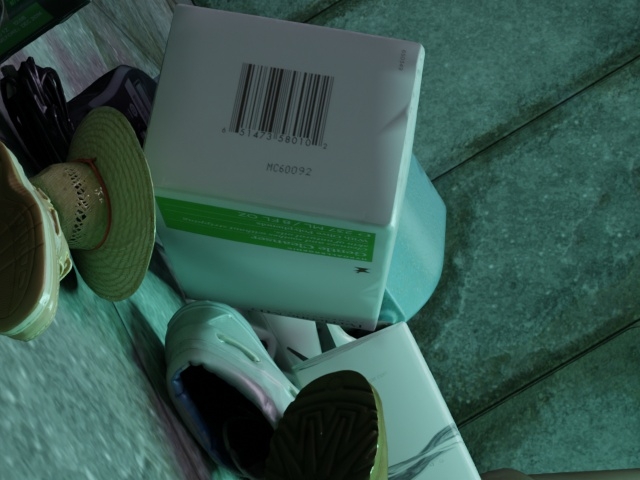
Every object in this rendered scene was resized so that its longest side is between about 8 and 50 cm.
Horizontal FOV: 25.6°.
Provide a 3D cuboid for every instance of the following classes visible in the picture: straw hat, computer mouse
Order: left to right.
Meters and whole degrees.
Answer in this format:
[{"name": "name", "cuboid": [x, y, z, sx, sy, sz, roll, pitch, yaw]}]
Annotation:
[{"name": "straw hat", "cuboid": [-0.173, -0.024, 0.970, 0.061, 0.144, 0.144, -3, 51, -35]}, {"name": "computer mouse", "cuboid": [-0.187, -0.075, 1.188, 0.188, 0.072, 0.272, 63, 15, -10]}]

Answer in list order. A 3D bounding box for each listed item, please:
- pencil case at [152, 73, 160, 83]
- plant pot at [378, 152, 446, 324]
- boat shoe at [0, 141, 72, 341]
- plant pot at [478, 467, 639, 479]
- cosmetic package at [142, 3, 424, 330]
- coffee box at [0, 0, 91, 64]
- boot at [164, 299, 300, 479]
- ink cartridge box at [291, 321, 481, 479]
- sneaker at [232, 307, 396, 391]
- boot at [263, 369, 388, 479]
[{"name": "pencil case", "cuboid": [-0.144, -0.105, 1.508, 0.273, 0.114, 0.124, -106, -177, -70]}, {"name": "plant pot", "cuboid": [0.000, 0.000, 1.675, 0.248, 0.247, 0.252, 56, 19, -32]}, {"name": "boat shoe", "cuboid": [-0.173, 0.004, 0.821, 0.059, 0.063, 0.170, 47, 10, -40]}, {"name": "plant pot", "cuboid": [0.320, 0.379, 1.558, 0.323, 0.280, 0.323, 165, -90, -73]}, {"name": "cosmetic package", "cuboid": [-0.026, -0.045, 1.179, 0.365, 0.197, 0.155, 86, 14, -74]}, {"name": "coffee box", "cuboid": [-0.257, -0.223, 1.091, 0.040, 0.113, 0.184, 46, 15, -56]}, {"name": "boot", "cuboid": [-0.037, 0.169, 1.121, 0.258, 0.095, 0.123, 49, 13, -16]}, {"name": "ink cartridge box", "cuboid": [0.087, 0.226, 1.351, 0.207, 0.117, 0.283, 63, 3, -85]}, {"name": "sneaker", "cuboid": [0.044, 0.168, 1.563, 0.330, 0.146, 0.122, 58, 3, -29]}, {"name": "boot", "cuboid": [0.047, 0.260, 1.091, 0.269, 0.089, 0.236, 51, 41, -49]}]
